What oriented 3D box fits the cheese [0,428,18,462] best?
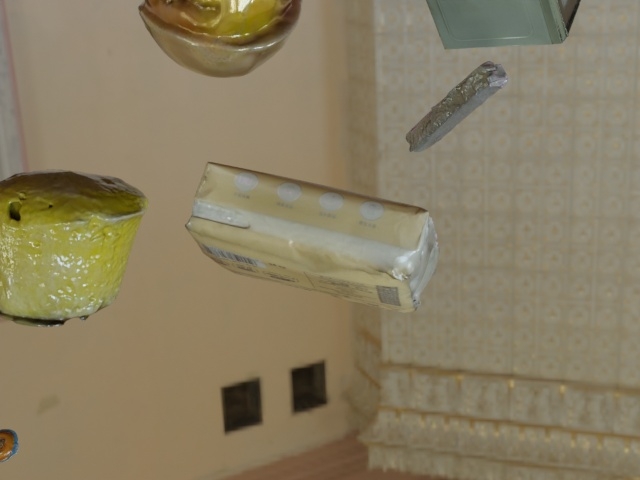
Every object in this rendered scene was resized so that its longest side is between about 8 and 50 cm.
[{"bbox_3d":[-0.460,0.282,1.438,0.111,0.017,0.047,3,-118,29],"label":"cheese"}]

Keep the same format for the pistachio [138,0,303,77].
[{"bbox_3d":[-0.130,-0.332,1.350,0.229,0.230,0.309,-9,-158,-17],"label":"pistachio"}]

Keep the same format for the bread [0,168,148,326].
[{"bbox_3d":[-0.302,-0.001,1.213,0.197,0.171,0.197,8,-163,-3],"label":"bread"}]

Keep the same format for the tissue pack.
[{"bbox_3d":[0.000,0.000,0.994,0.222,0.090,0.186,11,170,12],"label":"tissue pack"}]

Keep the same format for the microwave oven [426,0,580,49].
[{"bbox_3d":[0.184,-0.323,1.101,0.163,0.205,0.129,6,-128,32],"label":"microwave oven"}]

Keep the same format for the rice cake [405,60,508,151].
[{"bbox_3d":[0.212,-0.210,1.657,0.055,0.049,0.270,-8,164,-25],"label":"rice cake"}]
